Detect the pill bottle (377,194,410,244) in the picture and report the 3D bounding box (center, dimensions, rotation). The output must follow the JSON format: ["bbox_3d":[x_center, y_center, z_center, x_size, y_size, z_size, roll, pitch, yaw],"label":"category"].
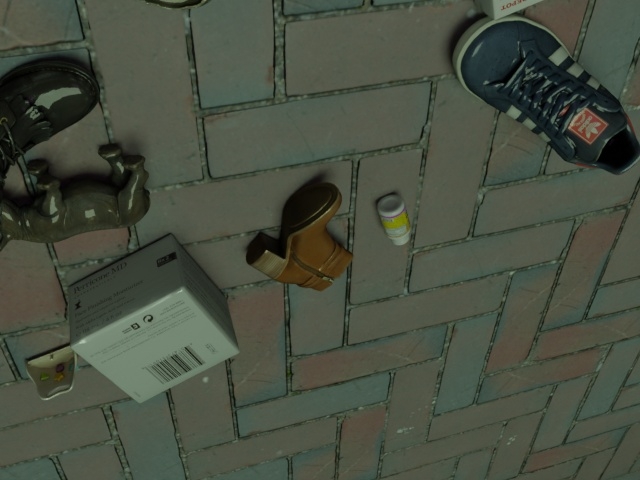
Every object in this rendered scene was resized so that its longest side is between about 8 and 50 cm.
[{"bbox_3d":[0.119,-0.030,1.093,0.043,0.043,0.083,-24,136,-1],"label":"pill bottle"}]

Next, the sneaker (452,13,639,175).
[{"bbox_3d":[0.335,-0.192,0.961,0.350,0.148,0.131,18,122,-34],"label":"sneaker"}]

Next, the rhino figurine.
[{"bbox_3d":[-0.332,-0.044,0.869,0.243,0.073,0.106,-14,131,-9],"label":"rhino figurine"}]

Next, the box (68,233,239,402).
[{"bbox_3d":[-0.245,0.119,1.023,0.181,0.119,0.182,-28,135,3],"label":"box"}]

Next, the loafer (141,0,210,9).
[{"bbox_3d":[-0.213,-0.288,0.682,0.251,0.087,0.094,12,125,-31],"label":"loafer"}]

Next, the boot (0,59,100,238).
[{"bbox_3d":[-0.347,-0.068,0.728,0.263,0.229,0.091,-26,135,1],"label":"boot"}]

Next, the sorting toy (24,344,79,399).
[{"bbox_3d":[-0.408,0.208,1.067,0.083,0.075,0.045,-21,135,-4],"label":"sorting toy"}]

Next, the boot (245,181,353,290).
[{"bbox_3d":[0.000,0.000,1.054,0.152,0.073,0.197,25,129,-37],"label":"boot"}]

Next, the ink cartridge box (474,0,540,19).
[{"bbox_3d":[0.237,-0.353,0.836,0.099,0.056,0.135,-24,135,-2],"label":"ink cartridge box"}]
